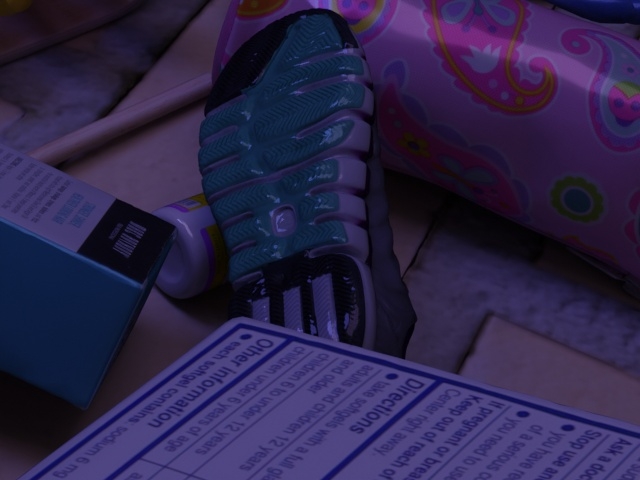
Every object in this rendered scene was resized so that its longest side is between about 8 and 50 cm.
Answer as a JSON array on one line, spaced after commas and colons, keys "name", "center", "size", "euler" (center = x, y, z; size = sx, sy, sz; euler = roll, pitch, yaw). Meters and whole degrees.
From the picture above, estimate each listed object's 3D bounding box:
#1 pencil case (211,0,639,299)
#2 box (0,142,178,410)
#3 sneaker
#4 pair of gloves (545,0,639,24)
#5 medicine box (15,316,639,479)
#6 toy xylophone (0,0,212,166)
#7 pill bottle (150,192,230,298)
[{"name": "pencil case", "center": [0.089, -0.064, 0.956], "size": [0.284, 0.124, 0.124], "euler": [23, 38, 7]}, {"name": "box", "center": [-0.186, -0.021, 0.788], "size": [0.244, 0.060, 0.100], "euler": [26, 14, -3]}, {"name": "sneaker", "center": [0.000, 0.000, 0.853], "size": [0.083, 0.098, 0.224], "euler": [-16, 48, 18]}, {"name": "pair of gloves", "center": [0.110, -0.164, 1.116], "size": [0.159, 0.023, 0.198], "euler": [11, 18, -18]}, {"name": "medicine box", "center": [0.014, 0.169, 0.528], "size": [0.289, 0.149, 0.263], "euler": [14, 33, 34]}, {"name": "toy xylophone", "center": [-0.182, -0.131, 0.964], "size": [0.236, 0.081, 0.322], "euler": [31, 40, 17]}, {"name": "pill bottle", "center": [-0.040, -0.005, 0.889], "size": [0.083, 0.043, 0.043], "euler": [-21, 51, -39]}]
